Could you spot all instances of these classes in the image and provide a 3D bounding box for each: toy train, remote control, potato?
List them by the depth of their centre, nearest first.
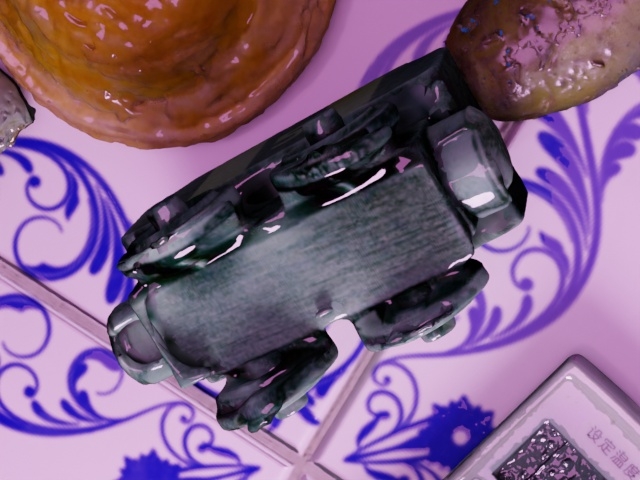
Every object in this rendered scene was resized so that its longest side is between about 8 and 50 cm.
[{"bbox_3d":[0.000,0.000,1.254,0.299,0.238,0.167,-27,100,16],"label":"toy train"},{"bbox_3d":[0.174,-0.156,1.295,0.198,0.054,0.119,-18,88,14],"label":"potato"},{"bbox_3d":[0.115,0.246,1.346,0.145,0.050,0.344,45,102,6],"label":"remote control"}]

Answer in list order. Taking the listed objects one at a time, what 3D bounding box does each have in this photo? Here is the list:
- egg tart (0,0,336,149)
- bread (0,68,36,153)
[{"bbox_3d":[-0.140,-0.219,1.326,0.319,0.128,0.319,2,97,15],"label":"egg tart"},{"bbox_3d":[-0.332,-0.059,1.415,0.232,0.064,0.172,-5,97,15],"label":"bread"}]
